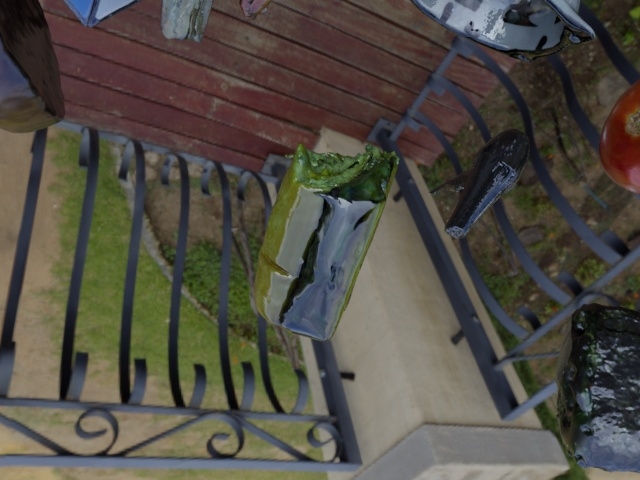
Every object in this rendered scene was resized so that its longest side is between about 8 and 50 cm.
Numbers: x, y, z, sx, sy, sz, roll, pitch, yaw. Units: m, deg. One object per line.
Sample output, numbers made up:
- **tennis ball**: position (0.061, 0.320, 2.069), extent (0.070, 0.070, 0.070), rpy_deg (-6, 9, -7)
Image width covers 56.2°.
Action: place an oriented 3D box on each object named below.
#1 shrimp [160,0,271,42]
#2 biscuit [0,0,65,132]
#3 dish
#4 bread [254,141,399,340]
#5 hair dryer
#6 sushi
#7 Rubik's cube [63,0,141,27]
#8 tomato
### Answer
- **shrimp**: position (-0.063, -0.258, 0.481), extent (0.058, 0.173, 0.253), rpy_deg (-22, 146, -43)
- **biscuit**: position (-0.368, -0.300, 0.581), extent (0.091, 0.407, 0.407), rpy_deg (-20, 140, -10)
- **dish**: position (0.263, -0.385, 0.876), extent (0.303, 0.303, 0.120), rpy_deg (22, 94, -35)
- **bread**: position (0.000, 0.000, 1.139), extent (0.208, 0.251, 0.377), rpy_deg (19, 111, 11)
- **hair dryer**: position (0.344, -0.117, 1.477), extent (0.120, 0.304, 0.359), rpy_deg (37, 166, -11)
- **sushi**: position (0.396, 0.201, 0.828), extent (0.127, 0.225, 0.124), rpy_deg (7, 162, 10)
- **Rubik's cube**: position (-0.510, -0.729, 1.329), extent (0.307, 0.310, 0.305), rpy_deg (-30, 156, 0)
- **tomato**: position (0.514, -0.157, 0.883), extent (0.136, 0.195, 0.195), rpy_deg (16, 130, -23)
